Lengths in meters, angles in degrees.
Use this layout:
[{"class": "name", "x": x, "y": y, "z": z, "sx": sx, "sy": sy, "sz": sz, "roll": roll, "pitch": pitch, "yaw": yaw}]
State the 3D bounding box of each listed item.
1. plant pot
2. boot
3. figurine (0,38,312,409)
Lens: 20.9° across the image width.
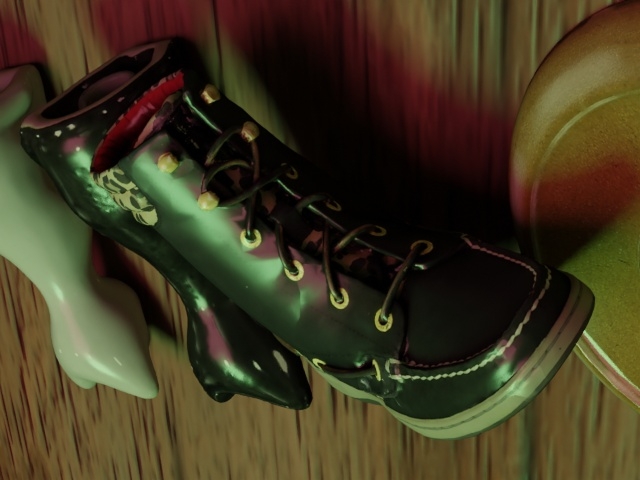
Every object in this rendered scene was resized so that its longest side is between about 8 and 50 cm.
[{"class": "plant pot", "x": 0.171, "y": 0.010, "z": 0.721, "sx": 0.236, "sy": 0.032, "sz": 0.236, "roll": 27, "pitch": 138, "yaw": 28}, {"class": "boot", "x": -0.001, "y": 0.001, "z": 0.772, "sx": 0.178, "sy": 0.085, "sz": 0.236, "roll": 40, "pitch": 165, "yaw": -18}, {"class": "figurine", "x": -0.117, "y": 0.007, "z": 0.972, "sx": 0.215, "sy": 0.092, "sz": 0.209, "roll": -2, "pitch": 124, "yaw": 47}]
